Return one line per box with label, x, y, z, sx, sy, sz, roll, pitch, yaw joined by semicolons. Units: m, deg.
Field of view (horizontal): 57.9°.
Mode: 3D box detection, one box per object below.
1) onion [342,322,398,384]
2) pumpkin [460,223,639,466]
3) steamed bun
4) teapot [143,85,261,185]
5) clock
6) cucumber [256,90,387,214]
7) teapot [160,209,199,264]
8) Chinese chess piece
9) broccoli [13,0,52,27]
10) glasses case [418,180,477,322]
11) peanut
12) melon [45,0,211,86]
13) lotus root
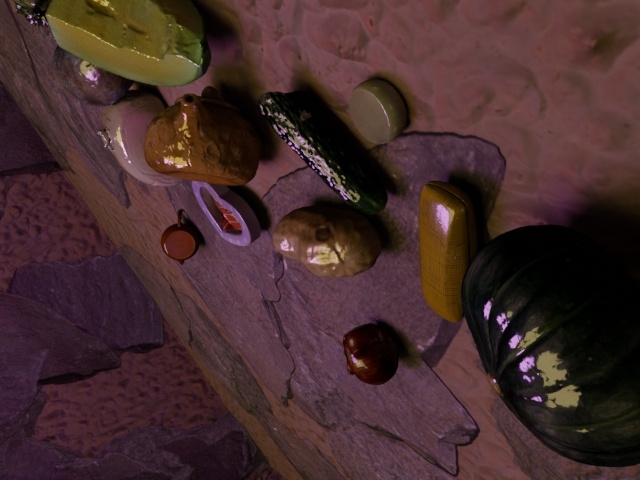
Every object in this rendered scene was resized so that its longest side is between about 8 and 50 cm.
onion;0.098;0.227;1.125;0.119;0.118;0.117;21;164;47
pumpkin;0.259;0.091;0.581;0.250;0.216;0.250;42;-173;-6
steamed bun;-0.423;-0.225;1.353;0.170;0.153;0.238;27;142;44
teapot;-0.206;-0.192;1.045;0.203;0.167;0.311;7;178;-1
clock;-0.200;-0.067;1.292;0.198;0.064;0.172;42;153;20
cucumber;0.009;-0.131;0.851;0.241;0.074;0.074;48;155;6
teapot;-0.410;-0.005;1.696;0.116;0.116;0.173;18;112;50
Chinese chess piece;0.073;-0.165;0.742;0.084;0.034;0.084;41;153;27
broccoli;-0.488;-0.489;1.073;0.176;0.198;0.226;23;161;27
glasses case;0.172;0.021;0.783;0.079;0.064;0.234;35;150;38
peanut;0.000;0.000;0.981;0.110;0.120;0.236;22;172;-42
melon;-0.300;-0.351;0.964;0.323;0.124;0.196;30;107;13
lotus root;-0.459;-0.367;1.192;0.349;0.175;0.175;14;136;60
